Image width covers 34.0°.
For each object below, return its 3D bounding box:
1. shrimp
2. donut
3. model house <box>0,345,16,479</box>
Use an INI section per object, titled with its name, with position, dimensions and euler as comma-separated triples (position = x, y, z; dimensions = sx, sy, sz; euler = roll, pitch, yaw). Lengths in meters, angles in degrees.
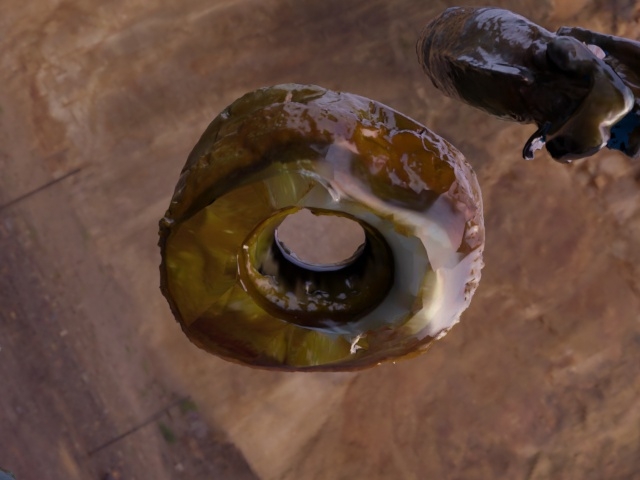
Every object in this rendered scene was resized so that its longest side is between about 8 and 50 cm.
[shrimp]
position = 0.204, -0.140, 0.921
dimensions = 0.446, 0.221, 0.110
euler = -94, -162, -73
[donut]
position = 0.000, 0.000, 1.030
dimensions = 0.160, 0.330, 0.330
euler = -86, 152, -73
[model house]
position = -0.427, 0.191, 0.821
dimensions = 0.334, 0.382, 0.342
euler = 24, -56, 8
